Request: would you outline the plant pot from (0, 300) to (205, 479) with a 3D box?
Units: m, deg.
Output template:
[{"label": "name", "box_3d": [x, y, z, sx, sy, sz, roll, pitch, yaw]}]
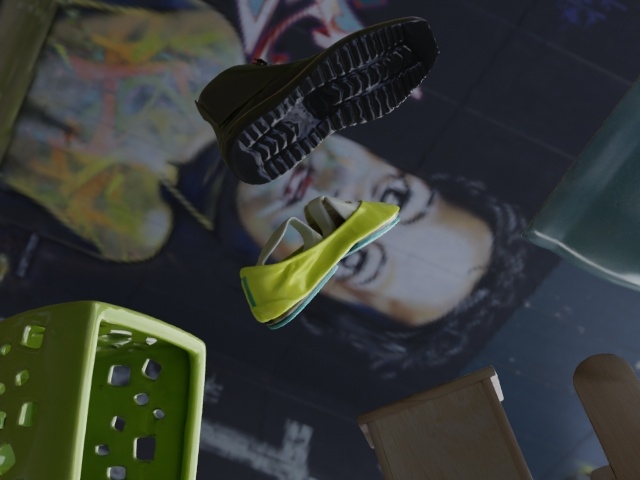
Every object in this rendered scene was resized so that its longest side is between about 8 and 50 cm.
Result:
[{"label": "plant pot", "box_3d": [-0.262, 0.191, 1.107, 0.228, 0.207, 0.227, 34, 57, -62]}]

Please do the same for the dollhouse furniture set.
[{"label": "dollhouse furniture set", "box_3d": [0.162, 0.270, 0.940, 0.355, 0.303, 0.174, 64, 6, -53]}]

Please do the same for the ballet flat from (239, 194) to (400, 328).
[{"label": "ballet flat", "box_3d": [0.000, 0.000, 1.120, 0.077, 0.077, 0.231, -28, -170, 49]}]

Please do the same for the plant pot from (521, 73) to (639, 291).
[{"label": "plant pot", "box_3d": [0.332, -0.064, 0.915, 0.293, 0.196, 0.293, -51, 171, -11]}]

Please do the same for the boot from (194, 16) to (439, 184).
[{"label": "boot", "box_3d": [-0.013, -0.142, 0.929, 0.198, 0.077, 0.137, -30, -146, -6]}]
